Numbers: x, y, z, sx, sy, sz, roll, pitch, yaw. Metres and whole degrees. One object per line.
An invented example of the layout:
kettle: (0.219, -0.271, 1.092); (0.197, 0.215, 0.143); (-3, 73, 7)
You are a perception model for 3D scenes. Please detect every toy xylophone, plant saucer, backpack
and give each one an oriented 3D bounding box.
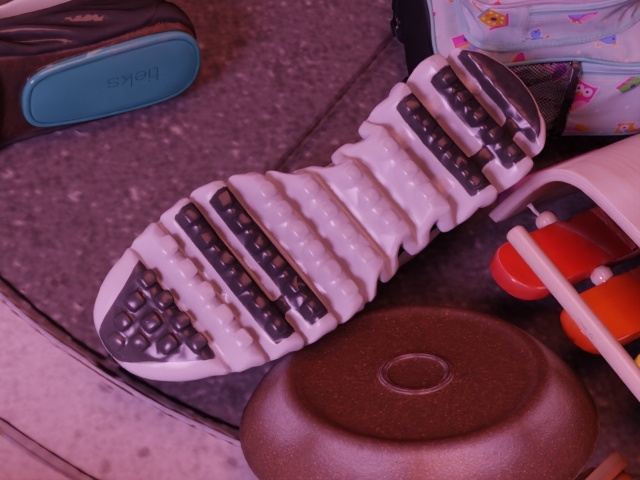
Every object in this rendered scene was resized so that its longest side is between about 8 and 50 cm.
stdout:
toy xylophone: (0.224, 0.053, 0.961); (0.236, 0.081, 0.322); (-12, 54, -35)
plant saucer: (0.053, 0.086, 0.897); (0.199, 0.036, 0.198); (-4, 29, 2)
backpack: (0.155, -0.152, 1.084); (0.188, 0.144, 0.165); (4, 48, -12)

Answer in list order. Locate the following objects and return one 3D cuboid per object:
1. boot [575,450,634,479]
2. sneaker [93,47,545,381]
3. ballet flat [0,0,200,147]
boot: (0.162, 0.255, 0.810); (0.220, 0.109, 0.283); (34, 43, 4)
sneaker: (0.000, 0.000, 0.962); (0.292, 0.118, 0.110); (-30, 80, -20)
ballet flat: (-0.208, -0.100, 1.011); (0.280, 0.095, 0.096); (-18, 49, -35)
